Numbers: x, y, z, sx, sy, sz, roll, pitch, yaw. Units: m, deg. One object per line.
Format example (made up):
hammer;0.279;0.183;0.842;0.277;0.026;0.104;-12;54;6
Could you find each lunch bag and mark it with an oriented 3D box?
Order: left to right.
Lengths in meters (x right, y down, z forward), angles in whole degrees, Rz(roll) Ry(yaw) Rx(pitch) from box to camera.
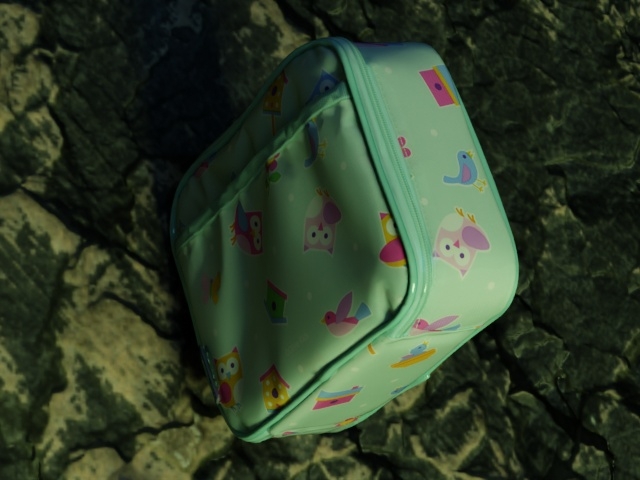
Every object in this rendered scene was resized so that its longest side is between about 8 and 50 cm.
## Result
lunch bag;0.000;0.000;1.352;0.108;0.279;0.224;-5;66;-36
